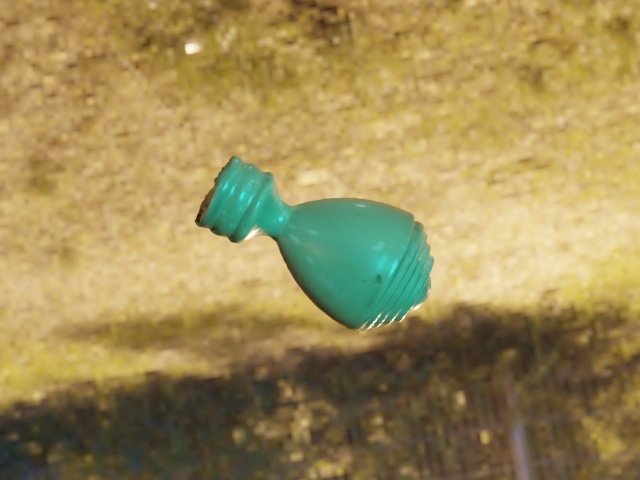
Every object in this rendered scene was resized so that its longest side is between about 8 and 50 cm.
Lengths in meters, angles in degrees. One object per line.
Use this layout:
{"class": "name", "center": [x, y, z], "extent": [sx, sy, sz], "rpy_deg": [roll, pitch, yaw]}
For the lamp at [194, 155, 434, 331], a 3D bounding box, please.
{"class": "lamp", "center": [0.000, 0.000, 1.352], "extent": [0.193, 0.106, 0.106], "rpy_deg": [27, 159, -7]}
